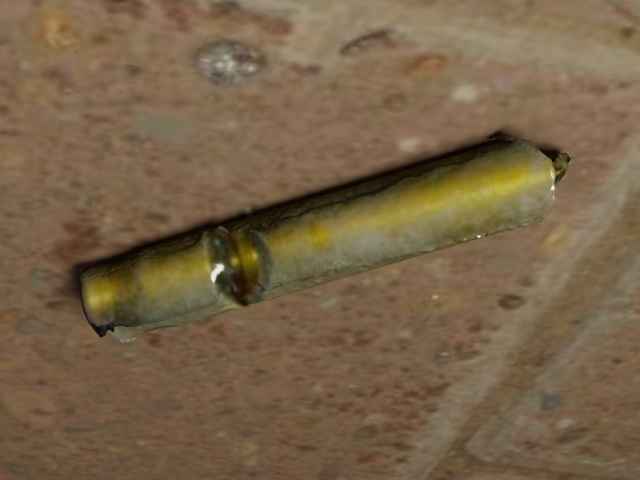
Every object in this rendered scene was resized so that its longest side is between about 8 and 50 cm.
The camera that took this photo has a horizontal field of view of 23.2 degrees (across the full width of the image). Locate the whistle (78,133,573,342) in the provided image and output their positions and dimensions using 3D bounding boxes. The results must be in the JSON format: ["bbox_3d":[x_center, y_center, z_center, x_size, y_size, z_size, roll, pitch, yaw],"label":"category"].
[{"bbox_3d":[0.000,-0.001,0.971,0.326,0.057,0.068,-17,-174,21],"label":"whistle"}]
